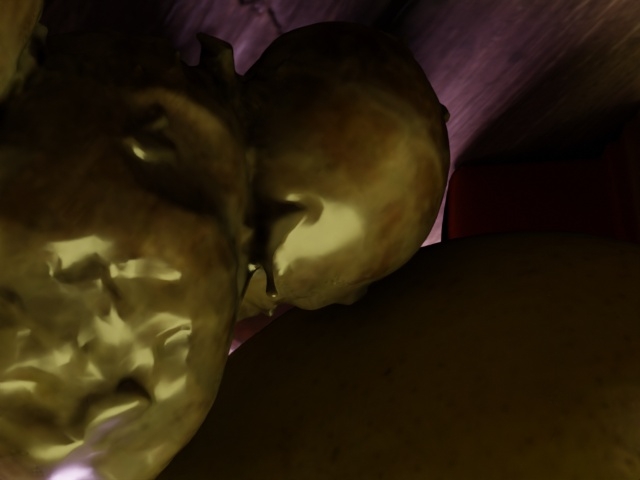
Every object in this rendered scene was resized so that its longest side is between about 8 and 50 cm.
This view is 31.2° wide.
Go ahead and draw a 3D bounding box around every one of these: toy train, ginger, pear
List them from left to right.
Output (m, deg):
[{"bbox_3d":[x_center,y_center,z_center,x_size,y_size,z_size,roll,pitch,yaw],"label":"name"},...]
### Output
[{"bbox_3d":[-0.129,-0.041,0.437,0.375,0.176,0.256,31,92,-32],"label":"ginger"},{"bbox_3d":[0.079,0.099,0.596,0.386,0.192,0.340,-6,168,-19],"label":"pear"},{"bbox_3d":[0.200,0.042,0.846,0.231,0.163,0.369,0,155,2],"label":"toy train"}]

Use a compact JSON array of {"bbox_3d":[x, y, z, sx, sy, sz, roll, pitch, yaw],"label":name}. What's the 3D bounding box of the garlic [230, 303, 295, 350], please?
[{"bbox_3d":[0.002,-0.005,0.718,0.206,0.128,0.115,-37,171,28],"label":"garlic"}]
